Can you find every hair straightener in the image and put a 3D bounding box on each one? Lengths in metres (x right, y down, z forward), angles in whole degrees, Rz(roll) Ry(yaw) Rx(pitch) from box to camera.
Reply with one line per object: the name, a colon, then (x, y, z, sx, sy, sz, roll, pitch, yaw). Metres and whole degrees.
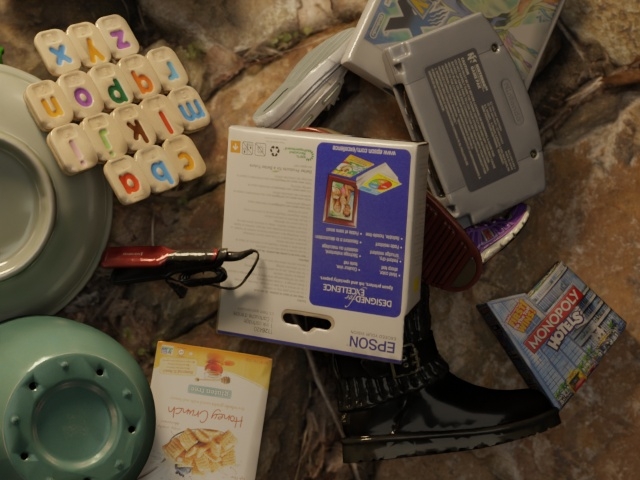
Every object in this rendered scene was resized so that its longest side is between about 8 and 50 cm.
hair straightener: (-0.198, 0.041, 1.783, 0.230, 0.089, 0.047, -6, 47, 9)

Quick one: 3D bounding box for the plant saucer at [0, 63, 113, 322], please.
plant saucer: (-0.480, -0.048, 1.692, 0.400, 0.100, 0.401, -2, 98, -18)

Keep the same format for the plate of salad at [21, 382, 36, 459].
plate of salad: (-0.489, 0.237, 1.724, 0.199, 0.048, 0.200, 2, 82, -13)

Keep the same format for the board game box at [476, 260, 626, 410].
board game box: (0.348, 0.129, 1.885, 0.194, 0.060, 0.194, 43, 76, -1)

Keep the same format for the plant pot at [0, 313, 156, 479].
plant pot: (-0.350, 0.238, 1.619, 0.293, 0.235, 0.293, 3, 83, -25)

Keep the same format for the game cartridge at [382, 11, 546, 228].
game cartridge: (0.230, -0.185, 1.869, 0.198, 0.062, 0.297, -25, 98, -26)

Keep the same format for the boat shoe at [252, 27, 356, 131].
boat shoe: (-0.009, -0.232, 1.886, 0.226, 0.083, 0.076, -44, 117, -14)

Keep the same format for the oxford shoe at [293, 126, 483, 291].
oxford shoe: (0.108, -0.060, 1.814, 0.348, 0.130, 0.123, 41, 114, 10)

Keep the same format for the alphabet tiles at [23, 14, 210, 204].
alphabet tiles: (-0.290, -0.192, 1.776, 0.284, 0.021, 0.278, -27, 86, -46)

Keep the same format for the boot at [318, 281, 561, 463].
boot: (0.175, 0.182, 1.809, 0.347, 0.131, 0.260, -5, 81, -10)

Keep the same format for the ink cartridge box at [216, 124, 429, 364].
ink cartridge box: (0.000, 0.000, 1.751, 0.303, 0.072, 0.307, 8, 101, 25)

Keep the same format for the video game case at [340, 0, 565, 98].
video game case: (0.220, -0.344, 1.918, 0.300, 0.036, 0.329, 29, 76, -20)

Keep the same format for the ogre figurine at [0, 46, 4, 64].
ogre figurine: (-0.524, -0.192, 1.767, 0.197, 0.097, 0.118, -27, 94, -7)

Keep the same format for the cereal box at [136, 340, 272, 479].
cereal box: (-0.171, 0.277, 1.774, 0.173, 0.047, 0.240, 9, 79, -8)

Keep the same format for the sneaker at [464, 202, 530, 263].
sneaker: (0.254, -0.009, 1.891, 0.170, 0.068, 0.071, -38, 83, -13)
